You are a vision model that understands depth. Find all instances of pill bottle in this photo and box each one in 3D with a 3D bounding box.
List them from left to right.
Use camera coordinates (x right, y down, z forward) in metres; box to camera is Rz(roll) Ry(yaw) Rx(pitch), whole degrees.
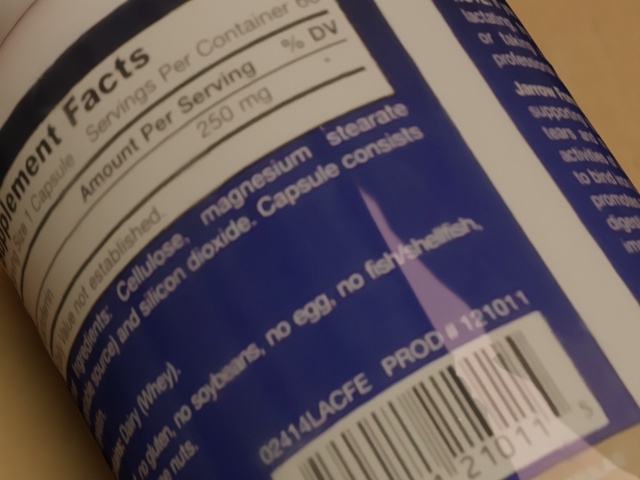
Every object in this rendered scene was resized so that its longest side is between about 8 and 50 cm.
[{"bbox_3d":[0.000,0.000,0.515,0.153,0.153,0.265,-17,64,-31],"label":"pill bottle"}]
